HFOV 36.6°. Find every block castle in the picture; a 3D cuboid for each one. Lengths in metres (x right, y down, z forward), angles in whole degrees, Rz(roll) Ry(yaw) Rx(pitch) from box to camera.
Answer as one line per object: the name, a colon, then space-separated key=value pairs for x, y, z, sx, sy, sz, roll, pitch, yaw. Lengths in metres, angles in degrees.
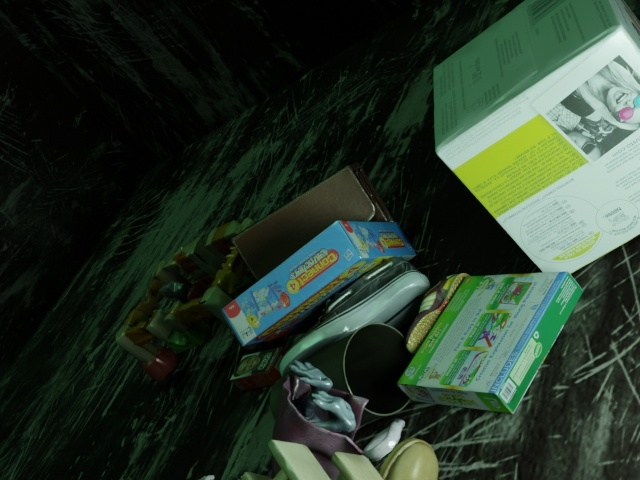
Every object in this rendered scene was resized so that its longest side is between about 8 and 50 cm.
block castle: x=-0.261 y=0.156 z=2.335 sx=0.453 sy=0.213 sz=0.303 roll=-24 pitch=32 yaw=44

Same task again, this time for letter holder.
letter holder: x=0.000 y=0.000 z=2.092 sx=0.301 sy=0.214 sz=0.152 roll=-31 pitch=2 yaw=12

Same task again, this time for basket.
basket: x=0.029 y=0.263 z=1.705 sx=0.227 sy=0.154 sz=0.204 roll=-32 pitch=0 yaw=37

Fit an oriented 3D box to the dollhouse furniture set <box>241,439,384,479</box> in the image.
dollhouse furniture set: x=-0.094 y=0.465 z=1.193 sx=0.362 sy=0.394 sz=0.256 roll=-54 pitch=46 yaw=12

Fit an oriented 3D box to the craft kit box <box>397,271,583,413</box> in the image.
craft kit box: x=0.275 y=0.162 z=1.592 sx=0.246 sy=0.061 sz=0.250 roll=-2 pitch=45 yaw=56

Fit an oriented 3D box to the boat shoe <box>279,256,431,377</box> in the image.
boat shoe: x=0.059 y=0.158 z=1.870 sx=0.335 sy=0.121 sz=0.119 roll=-33 pitch=40 yaw=-2

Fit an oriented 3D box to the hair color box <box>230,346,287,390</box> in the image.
hair color box: x=-0.127 y=0.278 z=2.089 sx=0.141 sy=0.043 sz=0.072 roll=-21 pitch=32 yaw=46

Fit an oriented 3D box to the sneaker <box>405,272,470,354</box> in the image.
sneaker: x=0.207 y=0.137 z=1.750 sx=0.185 sy=0.069 sz=0.084 roll=-46 pitch=12 yaw=-24

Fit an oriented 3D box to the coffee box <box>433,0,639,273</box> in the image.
coffee box: x=0.423 y=-0.203 z=1.624 sx=0.338 sy=0.334 sz=0.338 roll=-35 pitch=24 yaw=26

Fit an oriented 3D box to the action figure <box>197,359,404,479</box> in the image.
action figure: x=-0.032 y=0.394 z=1.536 sx=0.248 sy=0.275 sz=0.370 roll=-15 pitch=-58 yaw=-73

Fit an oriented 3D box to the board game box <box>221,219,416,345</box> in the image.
board game box: x=0.004 y=0.082 z=1.933 sx=0.308 sy=0.086 sz=0.302 roll=-38 pitch=-14 yaw=21

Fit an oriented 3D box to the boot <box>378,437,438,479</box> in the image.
boot: x=0.166 y=0.398 z=1.311 sx=0.269 sy=0.089 sz=0.236 roll=-4 pitch=56 yaw=59
